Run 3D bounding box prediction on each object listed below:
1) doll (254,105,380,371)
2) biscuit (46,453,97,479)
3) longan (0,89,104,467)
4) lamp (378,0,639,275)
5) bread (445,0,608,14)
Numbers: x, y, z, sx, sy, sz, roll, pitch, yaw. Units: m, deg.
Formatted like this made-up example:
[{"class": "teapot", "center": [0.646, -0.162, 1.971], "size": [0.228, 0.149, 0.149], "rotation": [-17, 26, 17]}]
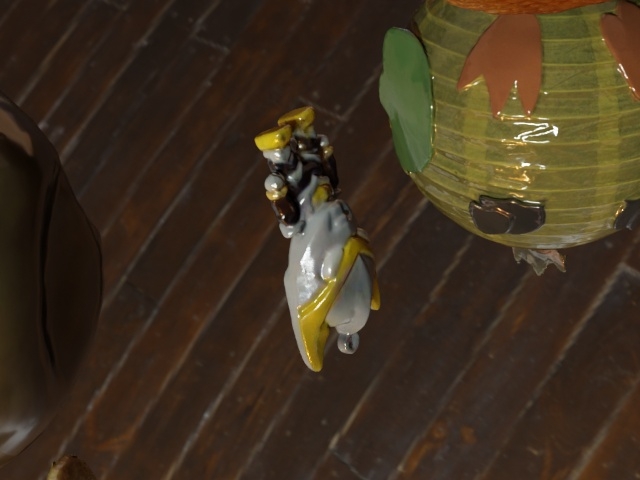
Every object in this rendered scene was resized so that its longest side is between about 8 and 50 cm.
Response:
[{"class": "doll", "center": [0.003, -0.002, 1.404], "size": [0.103, 0.316, 0.145], "rotation": [-11, 25, 16]}, {"class": "biscuit", "center": [-0.201, 0.311, 1.070], "size": [0.029, 0.118, 0.247], "rotation": [-23, 64, 10]}, {"class": "longan", "center": [-0.261, 0.017, 0.631], "size": [0.288, 0.350, 0.289], "rotation": [-3, 75, 11]}, {"class": "lamp", "center": [0.171, -0.089, 0.937], "size": [0.250, 0.284, 0.250], "rotation": [-2, 30, 1]}, {"class": "bread", "center": [0.137, -0.203, 0.722], "size": [0.199, 0.199, 0.104], "rotation": [-6, 79, 31]}]
